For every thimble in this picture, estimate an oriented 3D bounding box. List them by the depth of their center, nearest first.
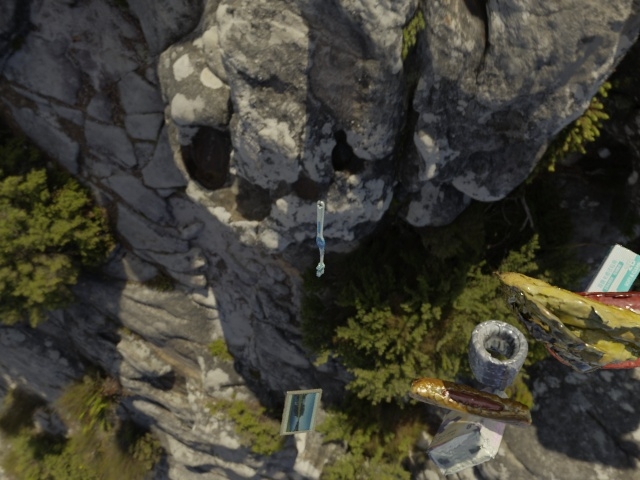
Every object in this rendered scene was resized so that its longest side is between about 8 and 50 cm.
[{"bbox_3d":[0.673,0.437,1.627,0.205,0.236,0.172,3,125,9],"label":"thimble"}]

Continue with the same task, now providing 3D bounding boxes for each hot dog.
[{"bbox_3d":[0.361,0.389,1.033,0.289,0.068,0.083,12,157,7],"label":"hot dog"}]

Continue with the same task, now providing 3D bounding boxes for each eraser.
[{"bbox_3d":[0.924,0.132,1.357,0.096,0.052,0.225,30,92,16],"label":"eraser"}]

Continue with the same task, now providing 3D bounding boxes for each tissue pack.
[{"bbox_3d":[0.556,0.691,1.575,0.242,0.344,0.125,-43,76,33],"label":"tissue pack"}]

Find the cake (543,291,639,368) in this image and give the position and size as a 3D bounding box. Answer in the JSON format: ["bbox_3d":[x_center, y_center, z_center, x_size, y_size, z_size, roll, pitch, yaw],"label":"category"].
[{"bbox_3d":[0.669,0.210,1.021,0.283,0.151,0.176,-5,83,26],"label":"cake"}]

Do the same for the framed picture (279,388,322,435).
[{"bbox_3d":[-0.058,0.504,1.252,0.109,0.011,0.149,3,106,-21],"label":"framed picture"}]

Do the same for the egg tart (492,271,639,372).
[{"bbox_3d":[0.436,0.147,0.752,0.297,0.297,0.132,25,94,0],"label":"egg tart"}]

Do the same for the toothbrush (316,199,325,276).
[{"bbox_3d":[0.003,-0.003,1.689,0.040,0.040,0.386,12,131,12],"label":"toothbrush"}]
